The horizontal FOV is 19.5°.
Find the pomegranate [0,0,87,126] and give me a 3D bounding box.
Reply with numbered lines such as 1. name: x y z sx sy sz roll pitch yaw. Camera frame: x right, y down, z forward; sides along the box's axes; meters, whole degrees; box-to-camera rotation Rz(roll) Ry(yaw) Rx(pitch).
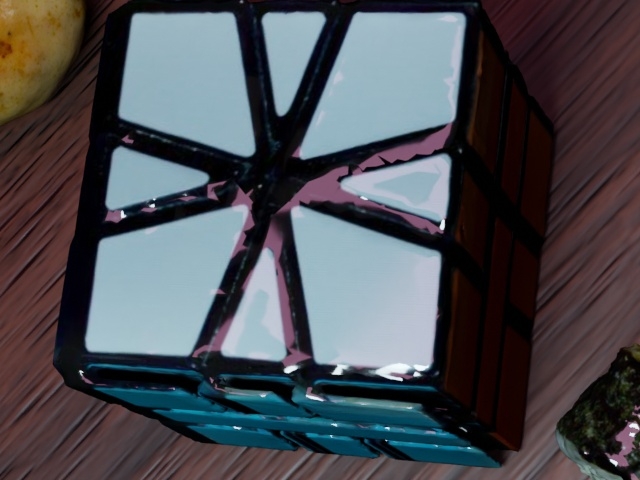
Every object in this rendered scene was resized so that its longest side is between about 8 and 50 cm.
1. pomegranate: -0.297 -0.180 1.559 0.207 0.207 0.207 -5 73 16

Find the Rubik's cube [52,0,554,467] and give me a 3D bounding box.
1. Rubik's cube: 0.000 0.000 1.363 0.289 0.283 0.293 1 73 17

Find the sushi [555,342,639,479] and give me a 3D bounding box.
1. sushi: 0.272 0.168 1.311 0.212 0.147 0.115 41 83 6
